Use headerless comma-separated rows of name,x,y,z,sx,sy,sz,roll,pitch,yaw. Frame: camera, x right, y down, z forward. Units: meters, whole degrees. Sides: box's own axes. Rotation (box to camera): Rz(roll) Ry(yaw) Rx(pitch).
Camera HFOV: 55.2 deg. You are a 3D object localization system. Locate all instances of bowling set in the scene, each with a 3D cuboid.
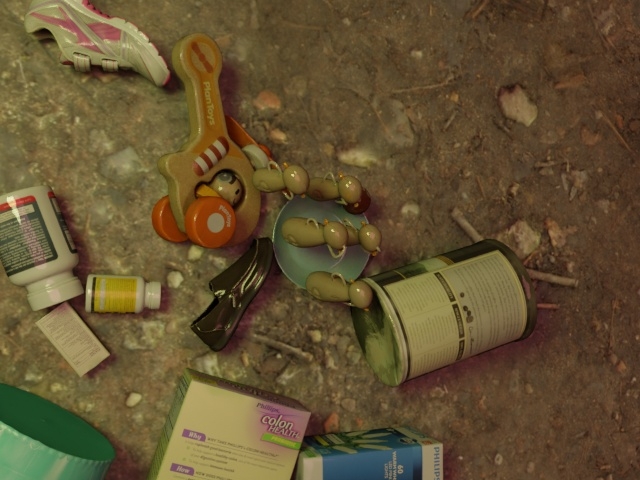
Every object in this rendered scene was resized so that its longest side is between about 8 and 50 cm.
bowling set,0.036,-0.047,1.034,0.200,0.154,0.287,-41,117,-27

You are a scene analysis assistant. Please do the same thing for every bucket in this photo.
bucket,-0.446,0.333,0.870,0.281,0.281,0.183,34,77,-14

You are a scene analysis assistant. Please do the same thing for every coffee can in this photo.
coffee can,0.220,0.128,1.122,0.275,0.201,0.201,-16,93,-18

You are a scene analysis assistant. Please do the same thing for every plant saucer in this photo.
plant saucer,0.000,0.000,1.139,0.195,0.037,0.194,1,87,-20

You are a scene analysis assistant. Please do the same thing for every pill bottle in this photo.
pill bottle,-0.444,0.014,0.959,0.108,0.108,0.180,-21,95,-17
pill bottle,-0.327,0.089,1.017,0.116,0.065,0.065,3,87,-17

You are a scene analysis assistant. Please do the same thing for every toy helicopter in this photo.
toy helicopter,-0.169,-0.165,1.034,0.235,0.140,0.354,-17,106,-40

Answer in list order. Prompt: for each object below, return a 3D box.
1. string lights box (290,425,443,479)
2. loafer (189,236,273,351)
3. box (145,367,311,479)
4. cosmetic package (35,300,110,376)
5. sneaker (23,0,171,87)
string lights box,0.074,0.397,1.103,0.260,0.133,0.076,0,88,-19
loafer,-0.154,0.083,1.065,0.078,0.080,0.220,30,80,-15
box,-0.163,0.368,1.035,0.214,0.117,0.242,20,83,-16
cosmetic package,-0.404,0.159,1.003,0.060,0.041,0.115,-37,100,-16
sneaker,-0.367,-0.318,1.006,0.252,0.103,0.111,31,83,-8
